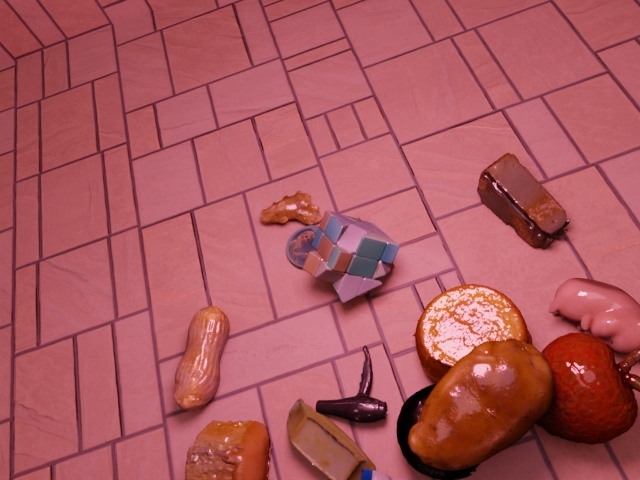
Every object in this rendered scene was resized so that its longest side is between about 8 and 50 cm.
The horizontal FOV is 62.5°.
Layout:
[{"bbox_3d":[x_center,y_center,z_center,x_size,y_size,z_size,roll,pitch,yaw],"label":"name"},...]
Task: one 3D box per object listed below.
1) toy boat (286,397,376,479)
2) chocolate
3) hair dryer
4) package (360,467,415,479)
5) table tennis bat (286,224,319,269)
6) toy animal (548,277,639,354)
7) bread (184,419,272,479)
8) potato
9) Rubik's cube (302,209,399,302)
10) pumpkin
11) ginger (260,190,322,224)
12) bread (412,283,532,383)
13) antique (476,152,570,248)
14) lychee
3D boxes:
[{"bbox_3d":[0.011,0.532,1.374,0.276,0.084,0.111,37,97,25],"label":"toy boat"},{"bbox_3d":[-0.341,0.341,1.538,0.134,0.134,0.309,3,59,13],"label":"chocolate"},{"bbox_3d":[0.098,0.391,1.463,0.196,0.075,0.219,-2,52,21],"label":"hair dryer"},{"bbox_3d":[0.167,0.660,1.284,0.173,0.027,0.171,17,66,-7],"label":"package"},{"bbox_3d":[0.000,0.000,1.693,0.237,0.038,0.149,-30,60,-1],"label":"table tennis bat"},{"bbox_3d":[0.737,0.191,1.371,0.250,0.166,0.154,38,105,29],"label":"toy animal"},{"bbox_3d":[-0.235,0.586,1.364,0.204,0.162,0.262,-1,54,9],"label":"bread"},{"bbox_3d":[0.360,0.367,1.177,0.369,0.195,0.176,-40,28,-6],"label":"potato"},{"bbox_3d":[0.090,0.053,1.551,0.212,0.265,0.224,-68,27,15],"label":"Rubik's cube"},{"bbox_3d":[0.304,0.470,1.308,0.233,0.163,0.233,-5,66,11],"label":"pumpkin"},{"bbox_3d":[-0.097,-0.108,1.744,0.206,0.081,0.115,0,94,3],"label":"ginger"},{"bbox_3d":[0.403,0.255,1.393,0.312,0.172,0.312,-6,63,12],"label":"bread"},{"bbox_3d":[0.604,-0.108,1.569,0.125,0.150,0.284,-35,70,-8],"label":"antique"},{"bbox_3d":[0.634,0.346,1.262,0.300,0.255,0.255,-25,60,10],"label":"lychee"}]
